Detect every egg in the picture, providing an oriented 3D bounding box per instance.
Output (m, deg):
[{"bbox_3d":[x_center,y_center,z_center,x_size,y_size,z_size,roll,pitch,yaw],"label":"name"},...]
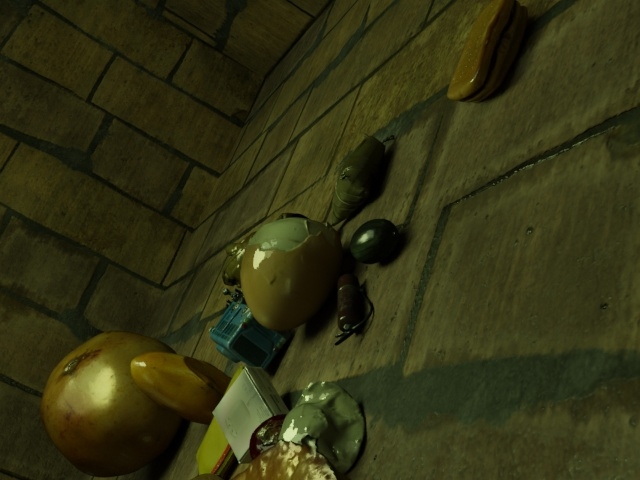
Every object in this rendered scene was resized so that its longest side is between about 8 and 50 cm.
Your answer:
[{"bbox_3d":[-0.063,0.065,1.447,0.201,0.201,0.245,-154,81,-73],"label":"egg"}]

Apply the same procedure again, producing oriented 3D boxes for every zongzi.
[{"bbox_3d":[0.082,-0.139,1.589,0.189,0.081,0.178,-63,1,-34],"label":"zongzi"}]

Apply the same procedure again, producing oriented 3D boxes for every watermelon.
[{"bbox_3d":[0.099,0.001,1.293,0.110,0.078,0.078,-37,29,51],"label":"watermelon"}]

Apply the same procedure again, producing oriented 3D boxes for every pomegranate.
[{"bbox_3d":[-0.555,0.448,1.983,0.417,0.416,0.417,-52,19,27],"label":"pomegranate"}]

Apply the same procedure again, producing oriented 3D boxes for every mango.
[{"bbox_3d":[-0.334,0.339,1.679,0.138,0.257,0.187,-63,18,-5],"label":"mango"}]

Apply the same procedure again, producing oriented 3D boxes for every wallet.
[{"bbox_3d":[-0.186,0.403,1.506,0.241,0.067,0.141,-63,21,10],"label":"wallet"}]

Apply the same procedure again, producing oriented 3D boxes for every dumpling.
[{"bbox_3d":[0.006,0.305,1.081,0.134,0.100,0.169,-3,30,26],"label":"dumpling"}]

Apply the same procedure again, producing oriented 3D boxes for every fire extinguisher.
[{"bbox_3d":[0.058,0.119,1.282,0.078,0.045,0.157,-30,27,19],"label":"fire extinguisher"}]

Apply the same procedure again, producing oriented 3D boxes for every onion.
[{"bbox_3d":[-0.067,0.344,1.203,0.107,0.097,0.107,-16,26,8],"label":"onion"}]

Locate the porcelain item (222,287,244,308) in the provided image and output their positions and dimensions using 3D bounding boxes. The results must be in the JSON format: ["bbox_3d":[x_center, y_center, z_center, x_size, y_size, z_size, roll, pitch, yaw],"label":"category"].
[{"bbox_3d":[-0.243,0.156,2.017,0.136,0.075,0.021,-54,18,24],"label":"porcelain item"}]

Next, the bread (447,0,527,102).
[{"bbox_3d":[0.295,-0.330,1.253,0.116,0.077,0.200,-8,56,67],"label":"bread"}]

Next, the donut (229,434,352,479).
[{"bbox_3d":[-0.041,0.455,0.829,0.378,0.163,0.435,-48,21,22],"label":"donut"}]

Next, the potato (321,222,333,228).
[{"bbox_3d":[0.000,0.000,1.599,0.083,0.062,0.068,-43,-10,15],"label":"potato"}]

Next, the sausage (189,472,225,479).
[{"bbox_3d":[-0.294,0.602,1.366,0.501,0.136,0.123,-51,-3,36],"label":"sausage"}]

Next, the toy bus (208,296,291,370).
[{"bbox_3d":[-0.168,0.214,1.620,0.134,0.116,0.234,-55,14,-13],"label":"toy bus"}]

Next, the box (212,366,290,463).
[{"bbox_3d":[-0.135,0.335,1.372,0.129,0.051,0.130,-55,48,19],"label":"box"}]

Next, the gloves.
[{"bbox_3d":[-0.144,0.050,1.784,0.331,0.154,0.141,-37,26,38],"label":"gloves"}]
